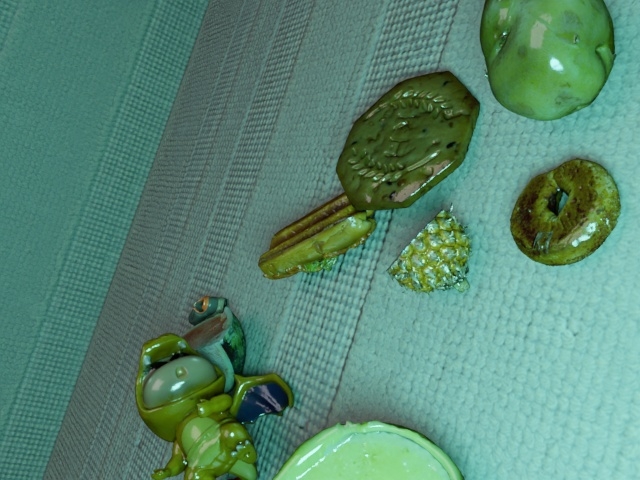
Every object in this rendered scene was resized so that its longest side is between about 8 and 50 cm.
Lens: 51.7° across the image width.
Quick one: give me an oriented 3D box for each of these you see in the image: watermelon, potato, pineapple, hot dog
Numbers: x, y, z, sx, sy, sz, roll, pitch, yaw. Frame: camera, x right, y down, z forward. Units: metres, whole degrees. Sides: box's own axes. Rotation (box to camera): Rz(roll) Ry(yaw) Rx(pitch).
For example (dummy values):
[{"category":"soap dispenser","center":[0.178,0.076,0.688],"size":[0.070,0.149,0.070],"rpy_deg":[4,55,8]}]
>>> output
[{"category":"watermelon","center":[-0.286,0.294,1.748],"size":[0.305,0.180,0.224],"rpy_deg":[-25,67,45]},{"category":"potato","center":[0.372,-0.352,1.129],"size":[0.351,0.202,0.218],"rpy_deg":[-102,6,-48]},{"category":"potato","center":[0.113,0.456,1.081],"size":[0.280,0.213,0.330],"rpy_deg":[-44,56,-6]},{"category":"pineapple","center":[0.222,0.042,1.215],"size":[0.176,0.137,0.161],"rpy_deg":[-50,-7,35]},{"category":"hot dog","center":[0.000,0.000,1.550],"size":[0.348,0.117,0.158],"rpy_deg":[-29,21,36]}]

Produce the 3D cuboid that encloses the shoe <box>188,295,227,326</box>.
[{"category":"shoe","center":[-0.360,0.209,1.997],"size":[0.194,0.077,0.074],"rpy_deg":[-27,52,46]}]

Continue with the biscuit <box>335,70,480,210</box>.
[{"category":"biscuit","center":[0.176,-0.216,1.411],"size":[0.359,0.046,0.359],"rpy_deg":[-25,45,28]}]

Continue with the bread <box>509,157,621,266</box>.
[{"category":"bread","center":[0.389,-0.042,1.056],"size":[0.193,0.064,0.193],"rpy_deg":[-38,37,37]}]

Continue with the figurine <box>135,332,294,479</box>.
[{"category":"figurine","center":[-0.297,0.444,1.560],"size":[0.387,0.268,0.401],"rpy_deg":[41,110,39]}]
